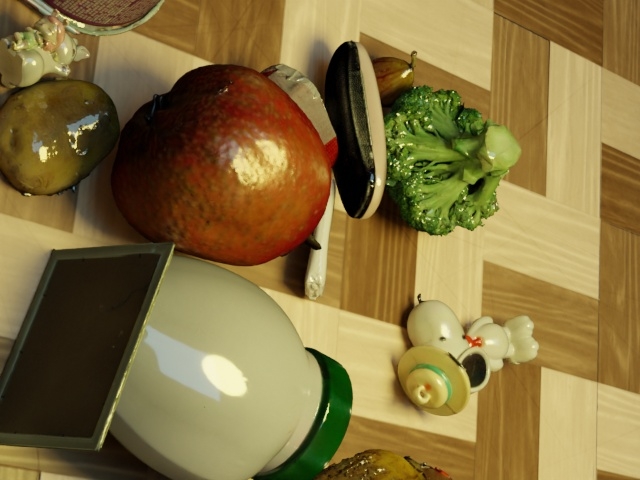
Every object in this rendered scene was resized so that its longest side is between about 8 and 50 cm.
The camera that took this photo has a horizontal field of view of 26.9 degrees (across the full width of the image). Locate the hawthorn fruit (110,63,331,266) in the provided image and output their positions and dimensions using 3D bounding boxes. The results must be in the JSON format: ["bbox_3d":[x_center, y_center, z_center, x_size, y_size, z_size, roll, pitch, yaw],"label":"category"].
[{"bbox_3d":[-0.118,-0.084,1.919,0.369,0.285,0.284,38,57,-38],"label":"hawthorn fruit"}]

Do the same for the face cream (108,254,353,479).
[{"bbox_3d":[-0.149,0.189,1.852,0.357,0.219,0.312,31,50,-31],"label":"face cream"}]

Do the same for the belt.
[{"bbox_3d":[-0.053,-0.173,2.088,0.124,0.128,0.200,-43,117,-40],"label":"belt"}]

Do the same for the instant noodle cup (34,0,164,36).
[{"bbox_3d":[-0.272,-0.488,1.884,0.340,0.266,0.339,11,73,-38],"label":"instant noodle cup"}]

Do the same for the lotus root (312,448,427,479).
[{"bbox_3d":[-0.005,0.452,1.909,0.397,0.179,0.196,-34,145,-19],"label":"lotus root"}]

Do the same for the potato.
[{"bbox_3d":[-0.356,-0.148,1.854,0.200,0.081,0.164,-38,106,-38],"label":"potato"}]

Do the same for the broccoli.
[{"bbox_3d":[0.212,-0.131,2.219,0.270,0.270,0.269,4,82,-32],"label":"broccoli"}]

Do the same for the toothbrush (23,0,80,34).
[{"bbox_3d":[-0.420,-0.339,1.876,0.193,0.013,0.019,30,68,-27],"label":"toothbrush"}]

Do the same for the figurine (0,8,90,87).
[{"bbox_3d":[-0.371,-0.266,1.855,0.146,0.098,0.081,-31,88,-40],"label":"figurine"}]

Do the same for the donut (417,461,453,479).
[{"bbox_3d":[0.141,0.482,2.123,0.270,0.103,0.269,13,69,-38],"label":"donut"}]

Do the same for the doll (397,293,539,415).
[{"bbox_3d":[0.259,0.201,2.265,0.271,0.144,0.208,17,59,-33],"label":"doll"}]

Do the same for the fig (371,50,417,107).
[{"bbox_3d":[0.132,-0.280,2.279,0.089,0.125,0.088,14,66,-36],"label":"fig"}]

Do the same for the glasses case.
[{"bbox_3d":[0.055,-0.181,2.154,0.075,0.122,0.314,2,59,-16],"label":"glasses case"}]

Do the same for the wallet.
[{"bbox_3d":[0.000,0.000,2.127,0.033,0.095,0.189,6,72,2],"label":"wallet"}]

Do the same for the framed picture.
[{"bbox_3d":[-0.314,0.135,1.727,0.018,0.231,0.293,43,55,-43],"label":"framed picture"}]
